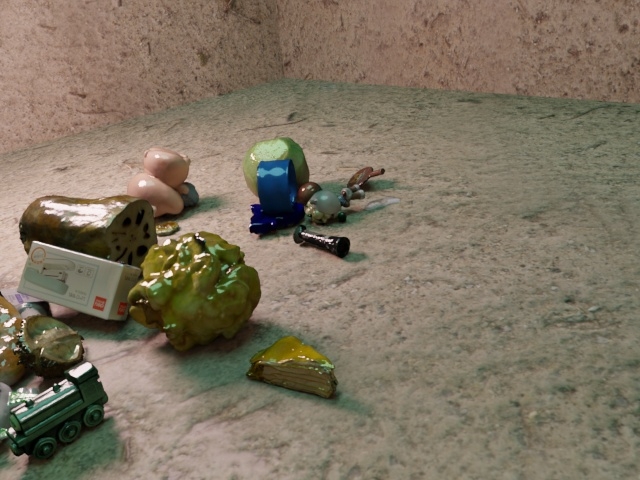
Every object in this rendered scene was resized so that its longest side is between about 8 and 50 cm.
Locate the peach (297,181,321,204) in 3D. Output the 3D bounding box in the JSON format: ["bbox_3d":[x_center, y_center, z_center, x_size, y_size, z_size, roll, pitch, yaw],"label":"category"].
[{"bbox_3d":[-0.036,-0.154,1.815,0.083,0.083,0.083,-6,26,3],"label":"peach"}]

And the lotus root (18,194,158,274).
[{"bbox_3d":[-0.635,-0.014,1.493,0.346,0.251,0.250,7,28,14],"label":"lotus root"}]

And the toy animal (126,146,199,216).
[{"bbox_3d":[-0.536,-0.197,1.864,0.229,0.221,0.210,-17,24,-23],"label":"toy animal"}]

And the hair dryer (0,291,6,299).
[{"bbox_3d":[-0.859,0.148,1.336,0.197,0.089,0.251,-31,28,-10],"label":"hair dryer"}]

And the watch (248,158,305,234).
[{"bbox_3d":[-0.136,-0.142,1.685,0.171,0.200,0.196,-5,22,-3],"label":"watch"}]

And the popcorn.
[{"bbox_3d":[-0.273,0.107,1.195,0.286,0.215,0.252,10,62,34],"label":"popcorn"}]

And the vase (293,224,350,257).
[{"bbox_3d":[0.000,0.000,1.514,0.167,0.059,0.059,17,34,41],"label":"vase"}]

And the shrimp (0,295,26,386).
[{"bbox_3d":[-0.687,0.223,1.142,0.185,0.068,0.287,16,43,-13],"label":"shrimp"}]

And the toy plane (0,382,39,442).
[{"bbox_3d":[-0.592,0.310,0.995,0.174,0.080,0.174,-7,24,3],"label":"toy plane"}]

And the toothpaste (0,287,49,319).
[{"bbox_3d":[-0.717,0.160,1.359,0.099,0.069,0.282,30,-4,-39],"label":"toothpaste"}]

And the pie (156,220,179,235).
[{"bbox_3d":[-0.489,-0.038,1.758,0.084,0.020,0.084,-5,25,2],"label":"pie"}]

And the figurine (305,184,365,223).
[{"bbox_3d":[0.043,-0.113,1.709,0.197,0.094,0.147,-14,48,-32],"label":"figurine"}]

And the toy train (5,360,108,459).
[{"bbox_3d":[-0.453,0.294,0.960,0.071,0.111,0.170,13,31,40],"label":"toy train"}]

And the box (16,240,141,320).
[{"bbox_3d":[-0.566,0.093,1.311,0.269,0.135,0.079,13,-7,15],"label":"box"}]

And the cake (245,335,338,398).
[{"bbox_3d":[-0.062,0.234,1.026,0.116,0.080,0.185,-18,32,-27],"label":"cake"}]

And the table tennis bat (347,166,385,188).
[{"bbox_3d":[0.185,-0.184,1.911,0.170,0.119,0.107,-10,41,52],"label":"table tennis bat"}]

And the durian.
[{"bbox_3d":[-0.551,0.227,1.140,0.148,0.091,0.188,37,12,9],"label":"durian"}]

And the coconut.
[{"bbox_3d":[-0.144,-0.236,1.876,0.204,0.236,0.236,32,40,18],"label":"coconut"}]
